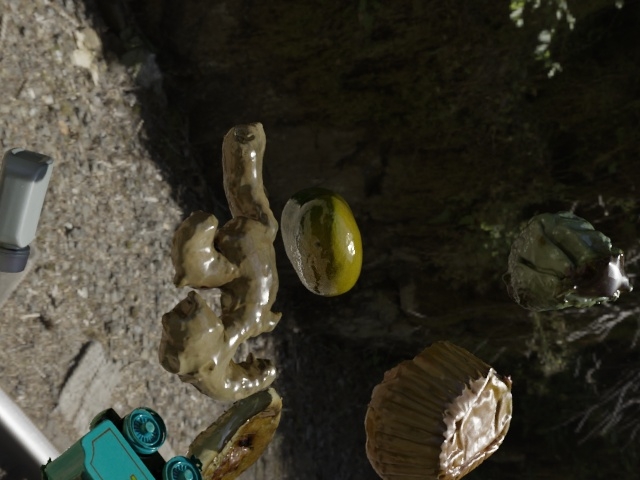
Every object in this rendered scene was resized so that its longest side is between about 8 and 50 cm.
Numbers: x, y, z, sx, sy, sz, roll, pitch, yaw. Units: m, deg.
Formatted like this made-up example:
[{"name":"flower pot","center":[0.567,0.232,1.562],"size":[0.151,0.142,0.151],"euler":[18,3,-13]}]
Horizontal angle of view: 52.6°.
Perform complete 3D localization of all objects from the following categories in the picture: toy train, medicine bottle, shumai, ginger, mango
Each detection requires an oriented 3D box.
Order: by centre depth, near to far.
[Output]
[{"name":"ginger","center":[-0.081,0.014,0.571],"size":[0.149,0.065,0.259],"euler":[11,82,-64]},{"name":"mango","center":[0.000,0.003,0.722],"size":[0.191,0.085,0.122],"euler":[-112,-162,-79]},{"name":"toy train","center":[-0.262,0.332,0.874],"size":[0.203,0.112,0.163],"euler":[50,24,3]},{"name":"shumai","center":[0.377,0.063,0.992],"size":[0.142,0.184,0.184],"euler":[-74,152,-59]},{"name":"medicine bottle","center":[-0.468,-0.046,0.998],"size":[0.119,0.069,0.183],"euler":[-130,-124,-69]}]

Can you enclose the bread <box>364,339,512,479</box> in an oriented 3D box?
[{"name":"bread","center":[0.202,0.308,1.101],"size":[0.274,0.149,0.274],"euler":[-10,107,-36]}]

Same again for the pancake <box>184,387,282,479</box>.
[{"name":"pancake","center":[-0.190,0.407,1.190],"size":[0.356,0.065,0.356],"euler":[-46,161,-21]}]
